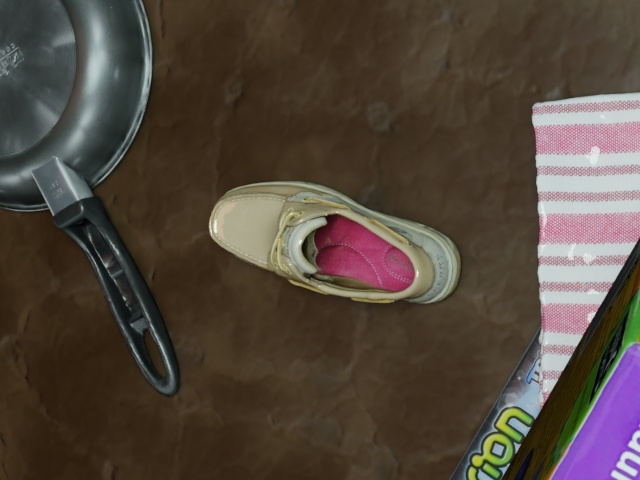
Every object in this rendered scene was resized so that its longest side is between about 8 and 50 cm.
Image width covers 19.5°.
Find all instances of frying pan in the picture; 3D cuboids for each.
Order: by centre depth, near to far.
[{"bbox_3d":[-0.198,-0.054,1.246,0.197,0.053,0.326,-5,87,27],"label":"frying pan"}]

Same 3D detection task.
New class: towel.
[{"bbox_3d":[0.190,0.010,1.037,0.144,0.029,0.197,-3,79,17],"label":"towel"}]

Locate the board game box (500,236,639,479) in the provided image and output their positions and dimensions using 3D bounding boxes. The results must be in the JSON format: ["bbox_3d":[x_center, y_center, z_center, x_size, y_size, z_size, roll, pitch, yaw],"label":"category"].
[{"bbox_3d":[0.219,0.238,0.838,0.356,0.356,0.356,29,105,6],"label":"board game box"}]

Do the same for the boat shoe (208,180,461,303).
[{"bbox_3d":[0.000,0.000,1.141,0.170,0.059,0.063,12,98,25],"label":"boat shoe"}]

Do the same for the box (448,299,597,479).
[{"bbox_3d":[0.141,0.143,1.091,0.114,0.036,0.207,34,107,21],"label":"box"}]
